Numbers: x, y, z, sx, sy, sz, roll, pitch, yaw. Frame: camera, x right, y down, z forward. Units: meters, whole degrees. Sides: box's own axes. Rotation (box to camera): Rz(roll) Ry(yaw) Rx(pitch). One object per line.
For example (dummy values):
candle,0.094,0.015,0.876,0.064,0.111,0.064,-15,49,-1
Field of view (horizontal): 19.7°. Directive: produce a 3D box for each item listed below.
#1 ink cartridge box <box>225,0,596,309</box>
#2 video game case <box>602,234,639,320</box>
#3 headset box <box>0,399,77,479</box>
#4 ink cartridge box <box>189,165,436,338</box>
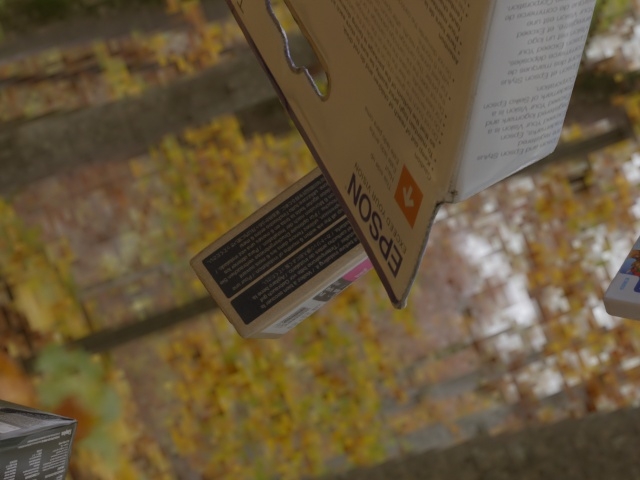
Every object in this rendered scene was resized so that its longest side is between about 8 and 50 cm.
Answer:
ink cartridge box,0.020,-0.131,0.596,0.224,0.045,0.223,102,-30,-45
video game case,0.168,-0.011,0.676,0.087,0.122,0.011,11,-40,35
headset box,-0.304,0.277,1.422,0.218,0.110,0.293,-5,107,-74
ink cartridge box,0.000,0.000,1.624,0.088,0.193,0.234,55,4,6
